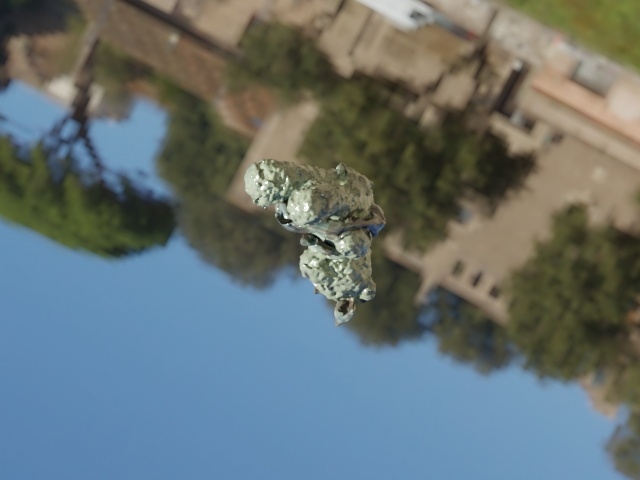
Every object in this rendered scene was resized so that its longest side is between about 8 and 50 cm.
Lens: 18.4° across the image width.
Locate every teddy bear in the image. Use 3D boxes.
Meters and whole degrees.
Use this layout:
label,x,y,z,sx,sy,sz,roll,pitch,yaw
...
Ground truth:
label,x,y,z,sx,sy,sz,roll,pitch,yaw
teddy bear,0.013,-0.017,2.033,0.133,0.111,0.213,37,163,41
